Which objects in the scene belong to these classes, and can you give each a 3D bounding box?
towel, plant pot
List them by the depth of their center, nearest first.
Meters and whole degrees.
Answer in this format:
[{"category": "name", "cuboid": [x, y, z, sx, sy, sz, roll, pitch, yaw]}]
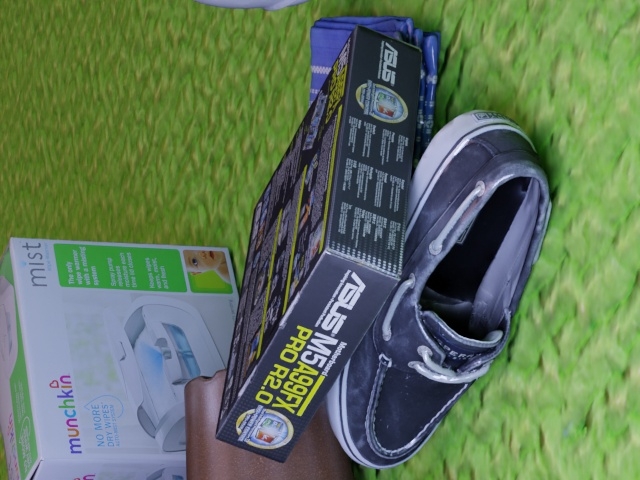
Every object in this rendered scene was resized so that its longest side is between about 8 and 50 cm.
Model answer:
[{"category": "plant pot", "cuboid": [-0.042, 0.192, 1.640, 0.167, 0.167, 0.165, 143, 124, -61]}, {"category": "towel", "cuboid": [0.024, -0.024, 1.698, 0.243, 0.040, 0.336, -162, 76, -67]}]

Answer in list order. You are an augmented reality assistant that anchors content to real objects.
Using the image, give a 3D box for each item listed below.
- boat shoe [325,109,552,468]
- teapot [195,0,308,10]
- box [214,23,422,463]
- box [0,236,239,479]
[{"category": "boat shoe", "cuboid": [0.091, 0.057, 1.453, 0.301, 0.108, 0.102, -67, 28, 24]}, {"category": "teapot", "cuboid": [-0.038, -0.289, 1.718, 0.252, 0.187, 0.256, -29, 31, 42]}, {"category": "box", "cuboid": [0.000, 0.000, 1.504, 0.270, 0.060, 0.216, -83, 18, -49]}, {"category": "box", "cuboid": [-0.192, 0.138, 1.936, 0.126, 0.231, 0.262, 119, 148, -45]}]
